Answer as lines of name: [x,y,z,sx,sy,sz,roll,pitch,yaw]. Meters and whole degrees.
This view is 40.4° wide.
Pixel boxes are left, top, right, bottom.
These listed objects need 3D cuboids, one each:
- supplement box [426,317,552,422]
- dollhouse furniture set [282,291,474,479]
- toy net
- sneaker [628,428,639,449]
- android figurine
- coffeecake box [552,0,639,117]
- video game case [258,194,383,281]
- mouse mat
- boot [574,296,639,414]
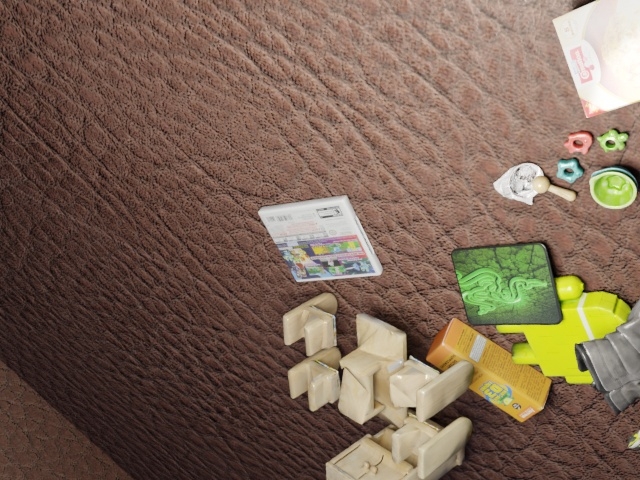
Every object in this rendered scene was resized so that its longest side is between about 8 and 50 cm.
supplement box: [0.327,0.252,1.689,0.233,0.080,0.078,31,139,-2]
dollhouse furniture set: [0.149,0.319,1.741,0.362,0.256,0.394,23,127,41]
toy net: [0.370,-0.101,1.357,0.232,0.045,0.122,-7,125,35]
sneaker: [0.628,0.379,1.671,0.035,0.031,0.083,22,143,-9]
android figurine: [0.457,0.166,1.548,0.272,0.056,0.248,-10,123,37]
coffeecake box: [0.416,-0.258,1.124,0.185,0.068,0.142,-16,98,45]
video game case: [0.000,0.000,1.686,0.201,0.023,0.183,-7,125,33]
mouse mat: [0.325,0.080,1.535,0.189,0.007,0.153,-6,106,41]
boot: [0.504,0.132,1.374,0.222,0.118,0.338,-25,116,8]
